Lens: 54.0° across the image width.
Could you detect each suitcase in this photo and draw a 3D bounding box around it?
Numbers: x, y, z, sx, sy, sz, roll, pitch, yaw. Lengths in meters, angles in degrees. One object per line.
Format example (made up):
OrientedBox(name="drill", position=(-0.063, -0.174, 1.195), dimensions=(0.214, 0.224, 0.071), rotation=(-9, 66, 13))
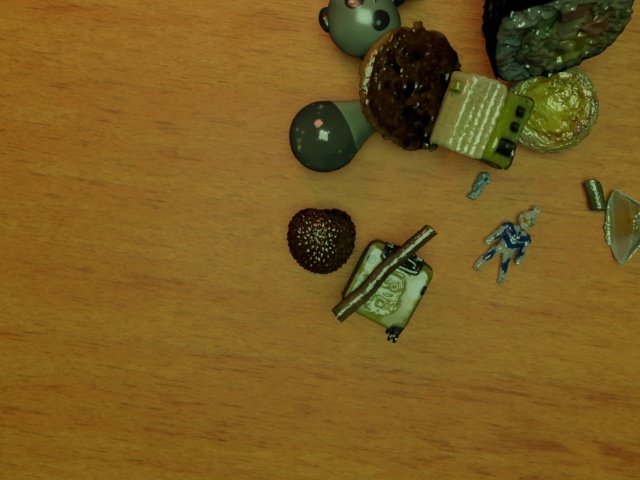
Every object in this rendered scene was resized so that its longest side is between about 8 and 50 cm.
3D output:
OrientedBox(name="suitcase", position=(0.172, 0.121, 1.662), dimensions=(0.194, 0.143, 0.234), rotation=(27, 98, 1))

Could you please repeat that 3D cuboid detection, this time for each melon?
OrientedBox(name="melon", position=(0.827, -0.039, 1.639), dimensions=(0.140, 0.093, 0.202), rotation=(-7, 101, -4))

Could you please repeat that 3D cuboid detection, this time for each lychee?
OrientedBox(name="lychee", position=(0.000, 0.000, 1.644), dimensions=(0.188, 0.188, 0.188), rotation=(0, 96, 3))

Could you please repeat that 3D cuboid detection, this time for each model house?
OrientedBox(name="model house", position=(0.369, -0.300, 1.538), dimensions=(0.234, 0.175, 0.193), rotation=(9, 108, -37))

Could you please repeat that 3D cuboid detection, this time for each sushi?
OrientedBox(name="sushi", position=(0.523, -0.575, 1.463), dimensions=(0.328, 0.329, 0.285), rotation=(-17, 67, 21))

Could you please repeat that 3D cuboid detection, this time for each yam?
OrientedBox(name="yam", position=(0.158, 0.081, 1.564), dimensions=(0.327, 0.045, 0.045), rotation=(-43, 112, 6))
OrientedBox(name="yam", position=(0.724, -0.117, 1.657), dimensions=(0.043, 0.043, 0.094), rotation=(-15, 95, 4))

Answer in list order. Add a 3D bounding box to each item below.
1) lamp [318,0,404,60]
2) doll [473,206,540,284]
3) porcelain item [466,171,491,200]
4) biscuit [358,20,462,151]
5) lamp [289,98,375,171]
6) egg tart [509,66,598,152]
OrientedBox(name="lamp", position=(0.126, -0.576, 1.575), dimensions=(0.198, 0.198, 0.243), rotation=(38, 88, -1))
OrientedBox(name="doll", position=(0.506, 0.001, 1.676), dimensions=(0.114, 0.057, 0.227), rotation=(32, 99, 3))
OrientedBox(name="porcelain item", position=(0.424, -0.147, 1.678), dimensions=(0.036, 0.028, 0.083), rotation=(32, 96, -18))
OrientedBox(name="biscuit", position=(0.230, -0.380, 1.576), dimensions=(0.334, 0.081, 0.289), rotation=(37, 87, -35))
OrientedBox(name="lamp", position=(0.070, -0.281, 1.633), dimensions=(0.314, 0.182, 0.181), rotation=(-15, 96, -22))
OrientedBox(name="egg tart", position=(0.592, -0.338, 1.615), dimensions=(0.234, 0.094, 0.234), rotation=(0, 93, 3))
